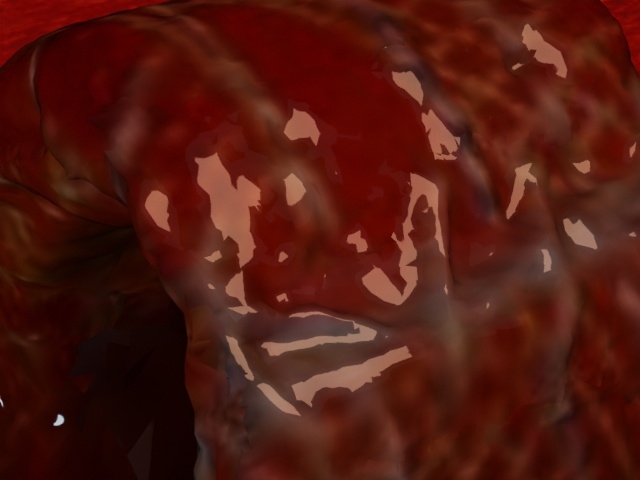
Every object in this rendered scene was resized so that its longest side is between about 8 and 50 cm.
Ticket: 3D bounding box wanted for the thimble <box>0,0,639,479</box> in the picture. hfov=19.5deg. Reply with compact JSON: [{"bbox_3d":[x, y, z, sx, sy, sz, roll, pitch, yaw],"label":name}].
[{"bbox_3d":[0.001,0.062,0.749,0.231,0.350,0.350,-18,49,-26],"label":"thimble"}]
